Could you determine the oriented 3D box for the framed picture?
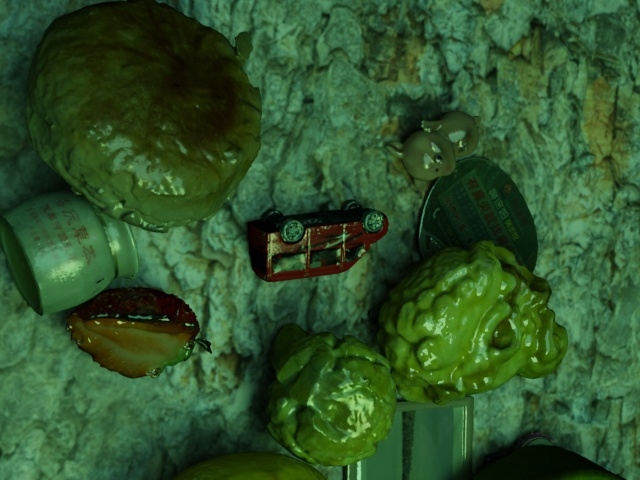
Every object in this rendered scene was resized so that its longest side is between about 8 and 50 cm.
[{"bbox_3d":[0.129,0.377,2.052,0.213,0.016,0.289,-1,94,-24],"label":"framed picture"}]

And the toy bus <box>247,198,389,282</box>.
[{"bbox_3d":[0.000,0.000,1.933,0.195,0.081,0.089,-8,107,-24],"label":"toy bus"}]

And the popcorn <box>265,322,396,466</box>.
[{"bbox_3d":[0.007,0.203,1.904,0.198,0.212,0.197,-25,134,-30],"label":"popcorn"}]

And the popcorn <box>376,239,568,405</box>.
[{"bbox_3d":[0.216,0.107,1.971,0.286,0.174,0.225,-10,113,-23],"label":"popcorn"}]

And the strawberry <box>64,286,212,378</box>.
[{"bbox_3d":[-0.239,0.112,1.822,0.192,0.085,0.140,-3,138,-12],"label":"strawberry"}]

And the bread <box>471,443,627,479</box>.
[{"bbox_3d":[0.330,0.489,2.073,0.382,0.129,0.366,-25,113,-21],"label":"bread"}]

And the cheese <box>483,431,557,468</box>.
[{"bbox_3d":[0.311,0.340,2.119,0.145,0.038,0.095,-3,95,-25],"label":"cheese"}]

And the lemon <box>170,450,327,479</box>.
[{"bbox_3d":[-0.100,0.402,1.826,0.284,0.260,0.260,13,89,-21],"label":"lemon"}]

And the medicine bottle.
[{"bbox_3d":[-0.316,0.006,1.751,0.143,0.147,0.147,-24,103,-22],"label":"medicine bottle"}]

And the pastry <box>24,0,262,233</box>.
[{"bbox_3d":[-0.211,-0.158,1.731,0.330,0.136,0.329,20,50,-26],"label":"pastry"}]

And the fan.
[{"bbox_3d":[0.220,0.030,2.071,0.223,0.012,0.294,30,82,-25],"label":"fan"}]

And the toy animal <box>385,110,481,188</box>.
[{"bbox_3d":[0.175,-0.135,2.006,0.150,0.089,0.083,-29,84,-16],"label":"toy animal"}]
